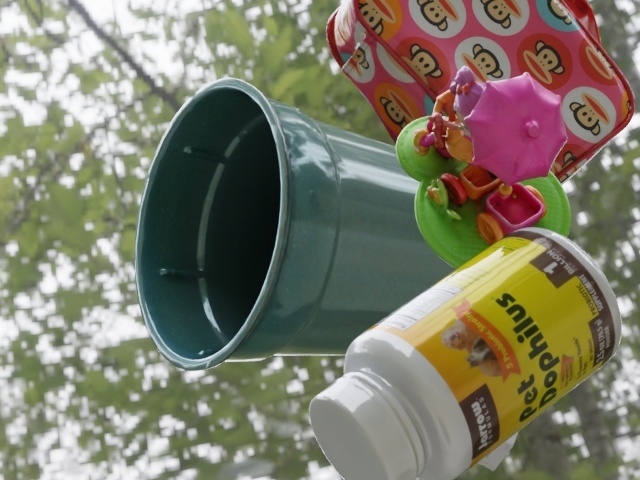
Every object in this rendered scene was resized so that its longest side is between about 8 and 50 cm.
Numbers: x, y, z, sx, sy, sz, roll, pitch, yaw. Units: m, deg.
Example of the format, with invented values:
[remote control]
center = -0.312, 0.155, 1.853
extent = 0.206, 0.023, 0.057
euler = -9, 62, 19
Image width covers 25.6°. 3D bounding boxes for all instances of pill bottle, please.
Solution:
[pill bottle]
center = 0.099, 0.087, 0.978
extent = 0.215, 0.117, 0.117
euler = -33, -32, -26

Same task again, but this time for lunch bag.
[lunch bag]
center = 0.177, -0.188, 1.454
extent = 0.258, 0.293, 0.120
euler = -36, -3, -26

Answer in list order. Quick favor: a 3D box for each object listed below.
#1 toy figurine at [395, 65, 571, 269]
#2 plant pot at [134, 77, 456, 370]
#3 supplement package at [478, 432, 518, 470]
[toy figurine]
center = 0.133, -0.079, 1.109
extent = 0.130, 0.173, 0.159
euler = -30, -25, -19
[plant pot]
center = 0.000, 0.000, 1.720
extent = 0.334, 0.341, 0.341
euler = 8, -45, -34
[supplement package]
center = 0.251, 0.227, 2.081
extent = 0.105, 0.179, 0.105
euler = 25, -32, 4
